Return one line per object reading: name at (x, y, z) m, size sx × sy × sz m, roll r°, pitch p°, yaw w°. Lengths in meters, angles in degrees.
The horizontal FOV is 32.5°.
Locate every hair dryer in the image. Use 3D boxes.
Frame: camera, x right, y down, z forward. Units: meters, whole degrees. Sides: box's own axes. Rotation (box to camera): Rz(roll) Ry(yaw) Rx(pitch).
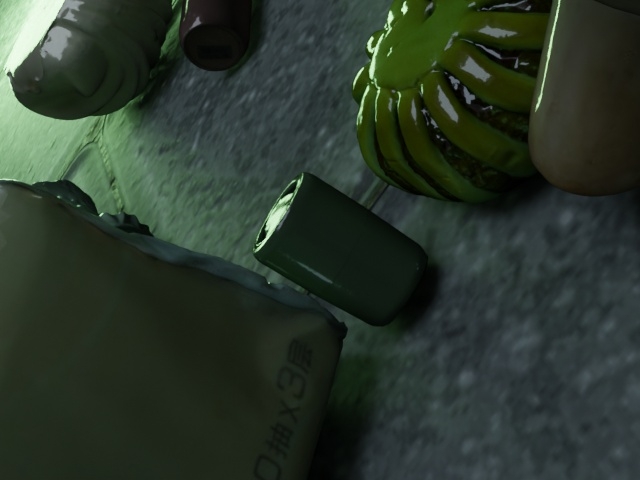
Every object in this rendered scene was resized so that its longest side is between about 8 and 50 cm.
hair dryer at (0.000, 0.000, 0.555) m, size 0.047 × 0.071 × 0.150 m, roll -57°, pitch 12°, yaw 0°

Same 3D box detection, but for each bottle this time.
bottle at (-0.078, -0.191, 0.837) m, size 0.053 × 0.053 × 0.140 m, roll -38°, pitch 36°, yaw 36°

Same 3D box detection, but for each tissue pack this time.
tissue pack at (-0.191, 0.205, 0.521) m, size 0.331 × 0.205 × 0.405 m, roll -17°, pitch 50°, yaw 57°

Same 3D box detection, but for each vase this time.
vase at (-0.174, 0.002, 0.806) m, size 0.148 × 0.081 × 0.081 m, roll 17°, pitch 80°, yaw 56°

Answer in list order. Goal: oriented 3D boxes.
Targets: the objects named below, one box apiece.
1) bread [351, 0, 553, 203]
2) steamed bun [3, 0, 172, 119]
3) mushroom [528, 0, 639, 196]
bread at (0.068, -0.081, 0.496) m, size 0.139 × 0.071 × 0.130 m, roll -1°, pitch 69°, yaw 58°
steamed bun at (-0.193, -0.182, 0.962) m, size 0.183 × 0.106 × 0.183 m, roll -40°, pitch 32°, yaw 32°
mushroom at (0.115, -0.117, 0.359) m, size 0.207 × 0.207 × 0.215 m, roll -105°, pitch 17°, yaw -51°
